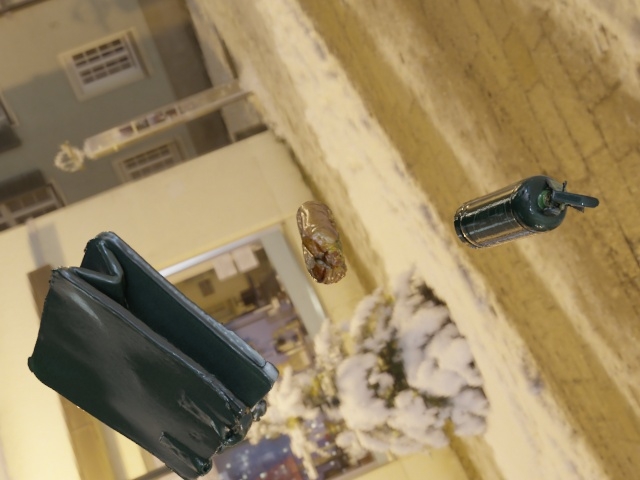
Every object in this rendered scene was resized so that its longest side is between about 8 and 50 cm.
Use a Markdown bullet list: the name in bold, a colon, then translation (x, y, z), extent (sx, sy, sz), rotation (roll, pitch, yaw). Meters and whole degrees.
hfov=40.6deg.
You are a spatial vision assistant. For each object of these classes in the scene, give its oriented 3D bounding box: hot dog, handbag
- **hot dog**: translation (0.000, 0.000, 0.977), extent (0.165, 0.045, 0.071), rotation (-110, 11, -74)
- **handbag**: translation (-0.190, 0.142, 0.943), extent (0.260, 0.079, 0.247), rotation (39, 140, 4)

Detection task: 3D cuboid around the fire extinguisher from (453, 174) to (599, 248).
- **fire extinguisher**: translation (0.337, -0.047, 1.453), extent (0.311, 0.115, 0.095), rotation (150, 137, -73)
